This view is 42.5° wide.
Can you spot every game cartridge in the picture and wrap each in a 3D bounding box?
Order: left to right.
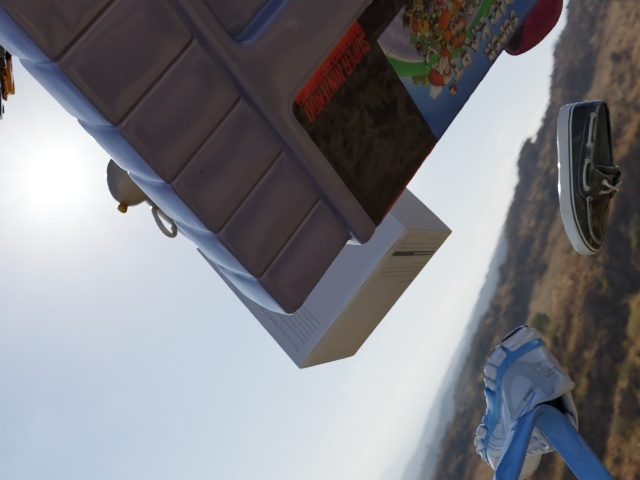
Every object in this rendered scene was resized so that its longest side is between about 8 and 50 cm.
[{"bbox_3d":[0.022,-0.160,0.437,0.355,0.068,0.230,-54,-54,-18],"label":"game cartridge"}]

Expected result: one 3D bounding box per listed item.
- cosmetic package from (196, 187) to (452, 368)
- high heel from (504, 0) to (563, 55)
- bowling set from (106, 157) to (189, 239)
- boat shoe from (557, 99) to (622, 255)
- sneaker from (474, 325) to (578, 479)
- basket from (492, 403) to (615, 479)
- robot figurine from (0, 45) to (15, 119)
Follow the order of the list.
[{"bbox_3d":[0.000,0.000,1.044,0.225,0.224,0.138,-53,-26,21],"label":"cosmetic package"},{"bbox_3d":[0.214,-0.424,1.029,0.127,0.377,0.181,-12,34,44],"label":"high heel"},{"bbox_3d":[-0.043,-0.143,0.668,0.154,0.200,0.287,31,-126,-52],"label":"bowling set"},{"bbox_3d":[0.384,-0.087,1.164,0.077,0.070,0.219,-11,-84,-43],"label":"boat shoe"},{"bbox_3d":[0.188,0.168,0.729,0.071,0.083,0.191,-28,-45,-17],"label":"sneaker"},{"bbox_3d":[0.202,0.271,0.531,0.201,0.289,0.255,-45,-4,34],"label":"basket"},{"bbox_3d":[-0.349,-0.264,0.801,0.085,0.211,0.291,-5,-48,-20],"label":"robot figurine"}]
